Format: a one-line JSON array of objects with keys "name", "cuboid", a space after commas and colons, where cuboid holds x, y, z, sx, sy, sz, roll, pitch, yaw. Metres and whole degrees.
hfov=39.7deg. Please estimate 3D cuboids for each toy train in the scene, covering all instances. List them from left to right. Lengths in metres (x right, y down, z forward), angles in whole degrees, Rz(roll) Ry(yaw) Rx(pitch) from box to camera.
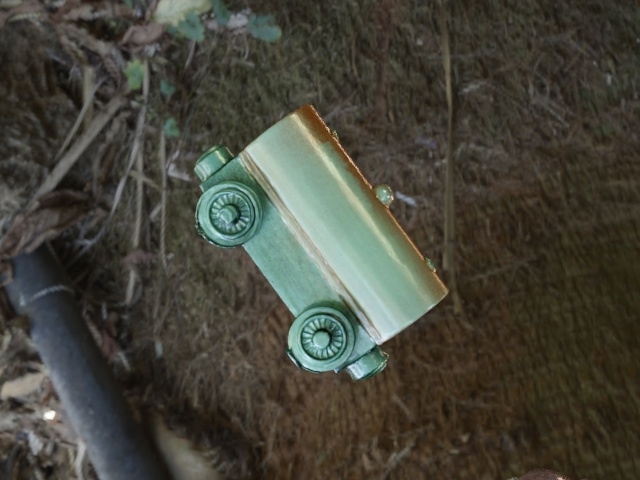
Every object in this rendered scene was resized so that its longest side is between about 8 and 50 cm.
[{"name": "toy train", "cuboid": [0.000, 0.000, 0.899, 0.177, 0.116, 0.285, -37, 88, 7]}]

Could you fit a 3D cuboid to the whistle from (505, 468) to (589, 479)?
[{"name": "whistle", "cuboid": [0.265, 0.372, 1.087, 0.133, 0.142, 0.346, 22, 155, 20]}]
